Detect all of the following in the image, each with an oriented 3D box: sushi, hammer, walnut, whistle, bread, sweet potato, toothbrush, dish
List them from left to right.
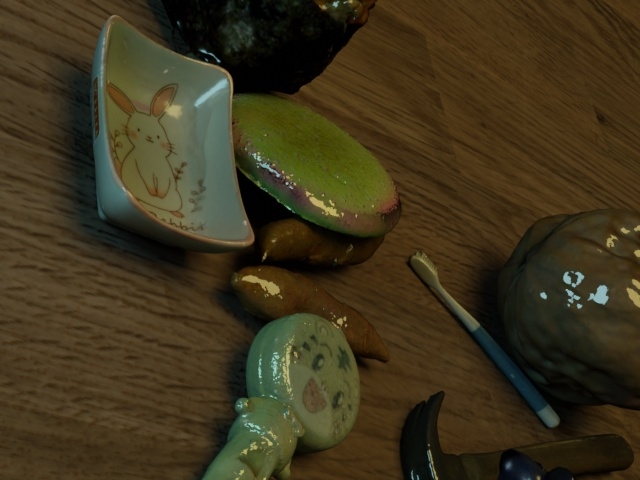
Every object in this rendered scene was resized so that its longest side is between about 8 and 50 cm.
[{"bbox_3d":[-0.148,-0.082,1.095,0.151,0.077,0.212,22,46,-40],"label":"dish"},{"bbox_3d":[-0.071,-0.331,1.300,0.234,0.207,0.348,-20,74,-52],"label":"sushi"},{"bbox_3d":[-0.036,0.152,1.052,0.126,0.067,0.258,61,35,-17],"label":"whistle"},{"bbox_3d":[-0.008,0.070,1.172,0.218,0.051,0.065,28,38,-38],"label":"sweet potato"},{"bbox_3d":[-0.008,-0.085,1.259,0.228,0.033,0.228,29,26,-16],"label":"bread"},{"bbox_3d":[0.000,0.000,1.229,0.274,0.067,0.067,-7,67,-60],"label":"sweet potato"},{"bbox_3d":[0.196,0.118,1.429,0.275,0.019,0.025,49,25,-11],"label":"toothbrush"},{"bbox_3d":[0.236,0.251,1.346,0.440,0.044,0.168,8,57,-51],"label":"hammer"},{"bbox_3d":[0.347,0.086,1.462,0.273,0.273,0.227,35,70,-31],"label":"walnut"}]

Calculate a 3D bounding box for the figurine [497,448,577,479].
[{"bbox_3d":[0.162,0.311,1.086,0.145,0.145,0.222,41,76,-23],"label":"figurine"}]
